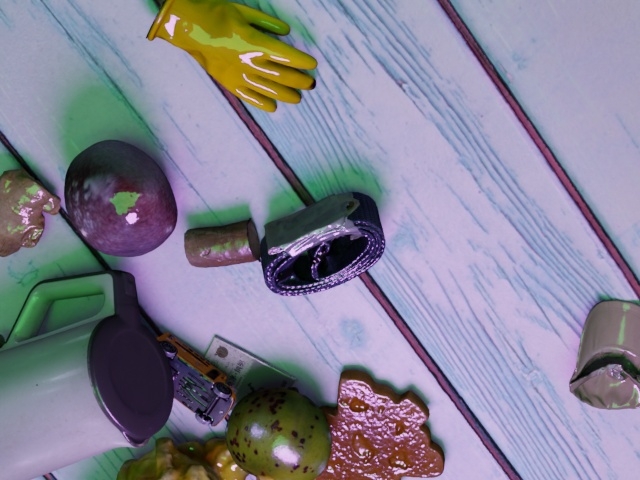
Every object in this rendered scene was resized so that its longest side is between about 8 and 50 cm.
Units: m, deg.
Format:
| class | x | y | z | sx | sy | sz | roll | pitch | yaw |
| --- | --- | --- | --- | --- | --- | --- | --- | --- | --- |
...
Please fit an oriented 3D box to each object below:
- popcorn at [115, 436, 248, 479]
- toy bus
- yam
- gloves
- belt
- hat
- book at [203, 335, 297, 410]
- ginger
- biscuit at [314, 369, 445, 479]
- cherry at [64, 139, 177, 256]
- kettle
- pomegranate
| class | x | y | z | sx | sy | sz | roll | pitch | yaw |
| --- | --- | --- | --- | --- | --- | --- | --- | --- | --- |
| popcorn | -0.289 | 0.527 | 1.750 | 0.335 | 0.279 | 0.274 | -36 | 81 | 27 |
| toy bus | -0.245 | 0.261 | 1.745 | 0.194 | 0.088 | 0.083 | 37 | 109 | 6 |
| yam | -0.177 | 0.008 | 1.683 | 0.127 | 0.084 | 0.084 | -8 | 105 | 13 |
| gloves | -0.142 | -0.326 | 1.582 | 0.294 | 0.116 | 0.133 | 28 | 135 | -12 |
| belt | 0.000 | 0.000 | 1.640 | 0.230 | 0.126 | 0.140 | -24 | 126 | 11 |
| hat | 0.539 | 0.210 | 1.687 | 0.166 | 0.144 | 0.173 | 8 | 63 | 5 |
| book | -0.153 | 0.277 | 1.791 | 0.181 | 0.014 | 0.127 | 29 | 107 | -3 |
| ginger | -0.583 | -0.036 | 1.711 | 0.213 | 0.074 | 0.137 | -43 | 89 | 11 |
| biscuit | 0.080 | 0.395 | 1.787 | 0.301 | 0.043 | 0.278 | -38 | 99 | 17 |
| cherry | -0.350 | -0.072 | 1.614 | 0.183 | 0.266 | 0.213 | -44 | 101 | -21 |
| kettle | -0.481 | 0.242 | 1.688 | 0.376 | 0.250 | 0.361 | -21 | 61 | 24 |
| pomegranate | -0.081 | 0.390 | 1.694 | 0.202 | 0.202 | 0.248 | 15 | 73 | 1 |
